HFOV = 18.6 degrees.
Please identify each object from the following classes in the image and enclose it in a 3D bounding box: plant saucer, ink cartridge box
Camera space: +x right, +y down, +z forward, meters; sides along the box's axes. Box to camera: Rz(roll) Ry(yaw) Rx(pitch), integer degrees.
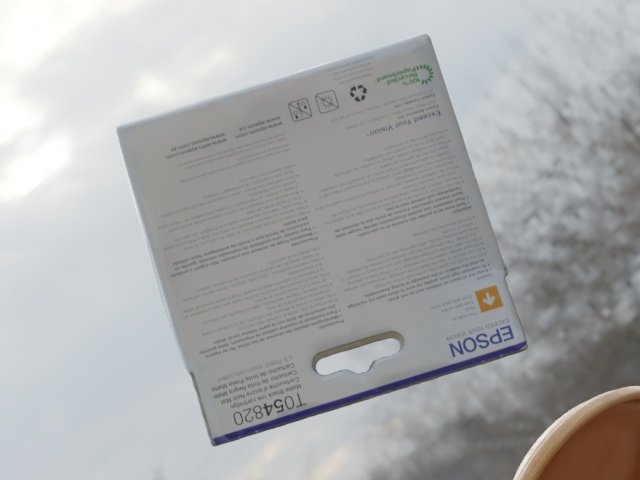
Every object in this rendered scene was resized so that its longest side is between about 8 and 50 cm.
[{"bbox_3d":[0.220,0.203,1.585,0.200,0.037,0.200,-20,-54,-30],"label":"plant saucer"},{"bbox_3d":[0.000,0.000,1.292,0.223,0.224,0.045,-16,-8,-2],"label":"ink cartridge box"}]
